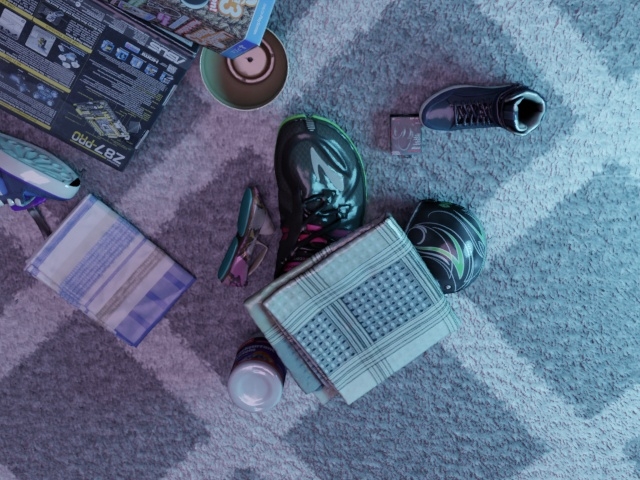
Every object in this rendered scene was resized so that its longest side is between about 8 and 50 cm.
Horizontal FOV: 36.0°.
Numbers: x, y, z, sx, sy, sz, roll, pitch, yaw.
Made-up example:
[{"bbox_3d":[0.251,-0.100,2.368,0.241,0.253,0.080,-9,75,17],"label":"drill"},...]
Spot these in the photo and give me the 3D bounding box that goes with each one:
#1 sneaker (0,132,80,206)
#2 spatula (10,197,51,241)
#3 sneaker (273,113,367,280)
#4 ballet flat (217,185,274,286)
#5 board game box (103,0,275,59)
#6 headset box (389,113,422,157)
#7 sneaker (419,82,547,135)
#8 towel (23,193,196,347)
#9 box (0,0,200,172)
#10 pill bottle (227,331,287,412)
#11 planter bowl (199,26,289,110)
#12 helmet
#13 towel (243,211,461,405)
[{"bbox_3d":[-0.648,-0.083,1.912,0.322,0.130,0.236,24,108,-2],"label":"sneaker"},{"bbox_3d":[-0.556,-0.018,1.983,0.084,0.030,0.297,-18,106,8],"label":"spatula"},{"bbox_3d":[0.000,0.000,1.868,0.185,0.202,0.483,-4,108,3],"label":"sneaker"},{"bbox_3d":[-0.138,-0.004,1.950,0.079,0.077,0.222,12,114,-20],"label":"ballet flat"},{"bbox_3d":[-0.214,-0.472,1.630,0.291,0.141,0.232,21,82,-22],"label":"board game box"},{"bbox_3d":[0.164,-0.199,1.885,0.062,0.032,0.083,-1,106,3],"label":"headset box"},{"bbox_3d":[0.297,-0.235,1.788,0.226,0.163,0.086,-9,108,2],"label":"sneaker"},{"bbox_3d":[-0.423,0.063,1.985,0.285,0.034,0.209,40,98,-15],"label":"towel"},{"bbox_3d":[-0.454,-0.335,1.761,0.394,0.097,0.318,28,126,-16],"label":"box"},{"bbox_3d":[-0.120,0.254,1.960,0.108,0.193,0.108,1,107,3],"label":"pill bottle"},{"bbox_3d":[-0.134,-0.329,1.819,0.162,0.109,0.162,1,108,3],"label":"planter bowl"},{"bbox_3d":[0.239,0.013,1.883,0.161,0.169,0.169,25,108,9],"label":"helmet"},{"bbox_3d":[0.063,0.142,1.809,0.324,0.056,0.312,-32,123,4],"label":"towel"}]
